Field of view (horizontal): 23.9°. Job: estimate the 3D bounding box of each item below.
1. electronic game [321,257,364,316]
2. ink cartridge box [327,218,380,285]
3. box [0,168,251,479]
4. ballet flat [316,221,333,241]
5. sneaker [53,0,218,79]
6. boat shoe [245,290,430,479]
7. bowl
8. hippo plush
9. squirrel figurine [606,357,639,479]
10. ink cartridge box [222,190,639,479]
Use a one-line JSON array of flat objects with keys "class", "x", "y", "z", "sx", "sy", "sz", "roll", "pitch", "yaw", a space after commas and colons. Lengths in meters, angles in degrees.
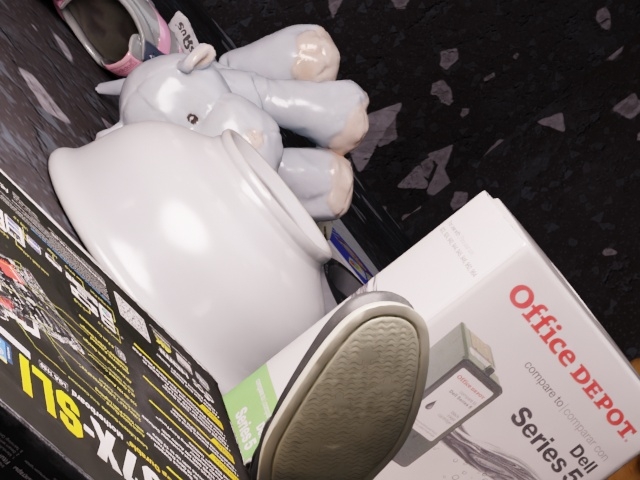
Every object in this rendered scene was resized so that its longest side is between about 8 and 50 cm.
[{"class": "electronic game", "x": 0.042, "y": 0.106, "z": 1.533, "sx": 0.229, "sy": 0.048, "sz": 0.229, "roll": 51, "pitch": 13, "yaw": -17}, {"class": "ink cartridge box", "x": 0.000, "y": 0.000, "z": 2.204, "sx": 0.307, "sy": 0.072, "sz": 0.303, "roll": 51, "pitch": 7, "yaw": 19}, {"class": "box", "x": -0.149, "y": 0.063, "z": 0.730, "sx": 0.322, "sy": 0.079, "sz": 0.257, "roll": 48, "pitch": 9, "yaw": -31}, {"class": "ballet flat", "x": -0.012, "y": -0.010, "z": 1.808, "sx": 0.232, "sy": 0.080, "sz": 0.073, "roll": 97, "pitch": -24, "yaw": -61}, {"class": "sneaker", "x": -0.208, "y": -0.207, "z": 1.812, "sx": 0.319, "sy": 0.112, "sz": 0.131, "roll": 46, "pitch": 25, "yaw": -22}, {"class": "boat shoe", "x": -0.008, "y": 0.115, "z": 0.867, "sx": 0.084, "sy": 0.233, "sz": 0.079, "roll": 7, "pitch": 34, "yaw": -23}, {"class": "bowl", "x": -0.084, "y": 0.000, "z": 1.286, "sx": 0.298, "sy": 0.134, "sz": 0.298, "roll": 51, "pitch": 7, "yaw": -8}, {"class": "hippo plush", "x": -0.090, "y": -0.138, "z": 1.517, "sx": 0.294, "sy": 0.234, "sz": 0.236, "roll": 50, "pitch": 7, "yaw": 9}, {"class": "squirrel figurine", "x": 0.344, "y": 0.381, "z": 1.722, "sx": 0.370, "sy": 0.281, "sz": 0.397, "roll": 54, "pitch": 22, "yaw": 8}, {"class": "ink cartridge box", "x": 0.086, "y": 0.130, "z": 1.112, "sx": 0.198, "sy": 0.273, "sz": 0.115, "roll": 49, "pitch": 7, "yaw": -22}]
